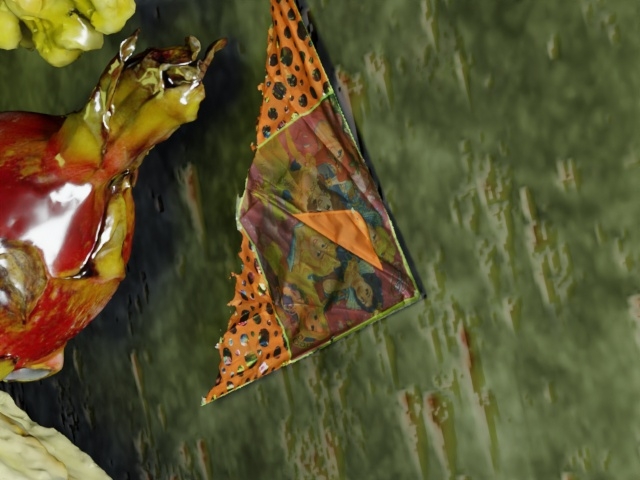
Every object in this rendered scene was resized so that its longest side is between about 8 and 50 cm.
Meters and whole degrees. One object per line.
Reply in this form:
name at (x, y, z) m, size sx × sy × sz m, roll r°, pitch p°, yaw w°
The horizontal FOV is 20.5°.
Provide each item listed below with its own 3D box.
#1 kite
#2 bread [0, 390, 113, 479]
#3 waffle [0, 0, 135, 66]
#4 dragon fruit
kite at (0.001, 0.000, 0.749) m, size 0.125 × 0.008 × 0.222 m, roll 32°, pitch 122°, yaw 43°
bread at (-0.232, 0.260, 0.921) m, size 0.236 × 0.165 × 0.375 m, roll 31°, pitch 105°, yaw 30°
waffle at (-0.139, -0.248, 0.816) m, size 0.307 × 0.060 × 0.312 m, roll 48°, pitch 128°, yaw 36°
dragon fruit at (-0.132, -0.018, 0.830) m, size 0.125 × 0.125 × 0.246 m, roll 44°, pitch 121°, yaw -6°
